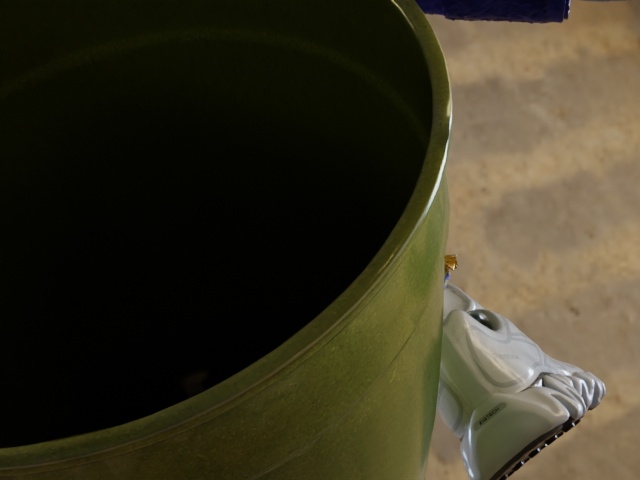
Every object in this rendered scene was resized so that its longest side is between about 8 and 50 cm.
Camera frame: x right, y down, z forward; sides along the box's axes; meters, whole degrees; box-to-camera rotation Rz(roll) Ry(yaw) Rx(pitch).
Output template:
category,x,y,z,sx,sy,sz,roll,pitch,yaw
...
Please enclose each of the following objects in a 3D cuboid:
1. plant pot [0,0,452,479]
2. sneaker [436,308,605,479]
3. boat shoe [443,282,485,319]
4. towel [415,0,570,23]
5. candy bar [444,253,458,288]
category,x,y,z,sx,sy,sz,roll,pitch,yaw
plant pot,-0.080,0.073,0.841,0.366,0.353,0.366,-9,-134,9
sneaker,0.135,0.104,1.095,0.110,0.118,0.292,-41,167,5
boat shoe,-0.001,-0.005,1.310,0.367,0.156,0.136,21,-152,-3
towel,0.072,-0.309,1.295,0.308,0.227,0.076,4,-164,9
candy bar,0.068,0.081,1.197,0.018,0.161,0.040,29,-168,6
